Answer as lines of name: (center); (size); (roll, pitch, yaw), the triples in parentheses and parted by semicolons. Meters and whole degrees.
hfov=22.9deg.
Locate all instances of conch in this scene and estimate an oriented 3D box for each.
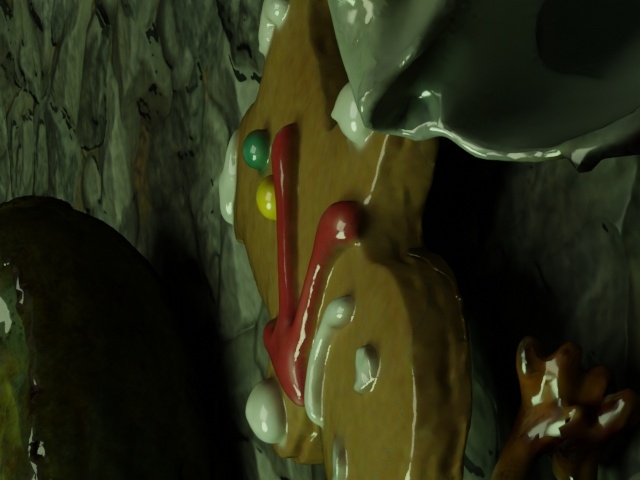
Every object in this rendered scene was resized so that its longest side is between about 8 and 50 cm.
conch: (0.082, -0.165, 0.498); (0.149, 0.183, 0.275); (-44, -25, -72)

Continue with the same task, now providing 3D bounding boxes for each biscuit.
biscuit: (0.000, 0.000, 0.730); (0.339, 0.047, 0.216); (-105, 25, -49)

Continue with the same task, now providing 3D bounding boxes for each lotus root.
lotus root: (-0.150, 0.101, 1.005); (0.275, 0.152, 0.160); (69, 152, 21)

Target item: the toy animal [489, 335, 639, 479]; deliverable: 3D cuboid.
toy animal: (0.074, 0.193, 0.554); (0.284, 0.225, 0.302); (-44, 29, 50)
